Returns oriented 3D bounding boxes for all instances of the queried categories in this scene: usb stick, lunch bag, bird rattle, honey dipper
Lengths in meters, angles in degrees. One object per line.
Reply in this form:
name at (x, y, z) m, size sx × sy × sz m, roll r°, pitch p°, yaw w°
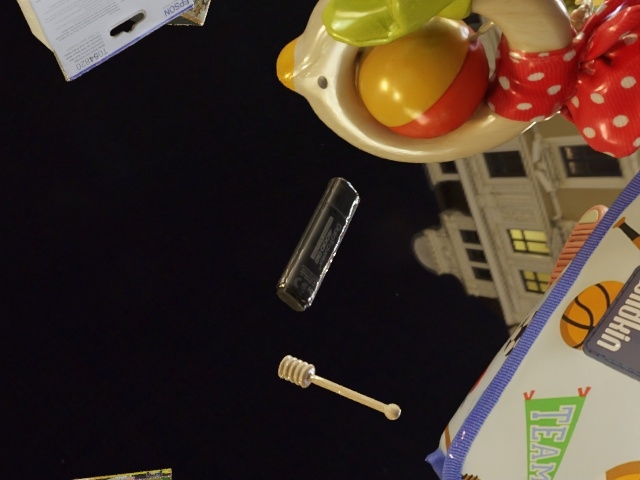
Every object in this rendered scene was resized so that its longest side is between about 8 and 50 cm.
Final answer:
usb stick at (0.000, 0.000, 1.197) m, size 0.077 × 0.045 × 0.278 m, roll 46°, pitch -129°, yaw -28°
lunch bag at (0.251, 0.109, 0.462) m, size 0.239 × 0.385 × 0.328 m, roll 37°, pitch -95°, yaw 8°
bird rattle at (0.091, -0.122, 0.410) m, size 0.253 × 0.207 × 0.143 m, roll 19°, pitch -124°, yaw -37°
honey dipper at (0.022, 0.177, 0.797) m, size 0.030 × 0.160 × 0.030 m, roll -34°, pitch -48°, yaw -49°

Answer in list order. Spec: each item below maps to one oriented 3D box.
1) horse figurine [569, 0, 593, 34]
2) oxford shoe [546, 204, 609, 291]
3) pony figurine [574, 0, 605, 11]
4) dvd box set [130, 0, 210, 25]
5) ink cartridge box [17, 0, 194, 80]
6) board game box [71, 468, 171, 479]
horse figurine at (0.256, -0.380, 0.911) m, size 0.263 × 0.066 × 0.174 m, roll 17°, pitch -111°, yaw -13°
oxford shoe at (0.420, 0.148, 1.005) m, size 0.146 × 0.140 × 0.397 m, roll 10°, pitch -88°, yaw 1°
pony figurine at (0.574, -0.433, 0.931) m, size 0.351 × 0.363 × 0.303 m, roll 8°, pitch -111°, yaw -3°
dvd box set at (-0.232, -0.591, 1.163) m, size 0.062 × 0.307 × 0.420 m, roll 14°, pitch -84°, yaw -39°
ink cartridge box at (-0.277, -0.347, 0.831) m, size 0.223 × 0.045 × 0.224 m, roll -41°, pitch -30°, yaw -24°
board game box at (-0.336, 0.472, 1.126) m, size 0.170 × 0.048 × 0.141 m, roll -3°, pitch -93°, yaw -13°
